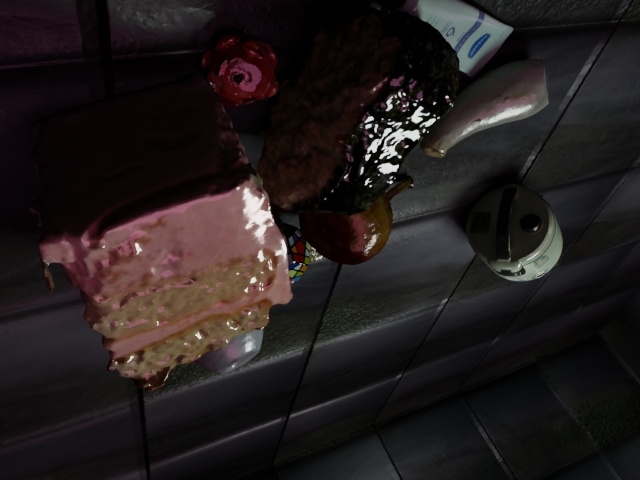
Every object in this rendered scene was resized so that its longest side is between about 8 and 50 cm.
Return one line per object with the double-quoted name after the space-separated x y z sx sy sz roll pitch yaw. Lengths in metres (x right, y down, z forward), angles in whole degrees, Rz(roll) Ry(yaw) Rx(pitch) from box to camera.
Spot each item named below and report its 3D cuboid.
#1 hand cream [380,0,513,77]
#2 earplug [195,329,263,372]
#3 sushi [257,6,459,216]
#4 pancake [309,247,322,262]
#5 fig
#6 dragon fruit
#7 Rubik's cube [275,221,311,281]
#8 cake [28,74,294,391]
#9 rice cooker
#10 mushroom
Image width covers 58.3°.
0.212 -0.351 0.950 0.321 0.067 0.109 0 137 -49 "hand cream"
-0.242 0.121 1.111 0.214 0.175 0.325 -36 117 10 "earplug"
0.043 -0.186 0.863 0.171 0.210 0.350 8 143 -36 "sushi"
-0.005 -0.002 1.268 0.116 0.022 0.129 7 128 -44 "pancake"
0.103 -0.054 1.136 0.291 0.190 0.190 -10 142 -26 "fig"
-0.110 -0.235 0.825 0.112 0.068 0.126 -16 145 -17 "dragon fruit"
-0.084 0.027 1.160 0.112 0.133 0.133 -50 155 -25 "Rubik's cube"
-0.217 -0.024 0.818 0.293 0.314 0.306 -24 138 -14 "cake"
0.493 -0.014 1.467 0.226 0.226 0.244 -38 150 12 "rice cooker"
0.311 -0.256 1.108 0.270 0.103 0.118 -25 143 12 "mushroom"
